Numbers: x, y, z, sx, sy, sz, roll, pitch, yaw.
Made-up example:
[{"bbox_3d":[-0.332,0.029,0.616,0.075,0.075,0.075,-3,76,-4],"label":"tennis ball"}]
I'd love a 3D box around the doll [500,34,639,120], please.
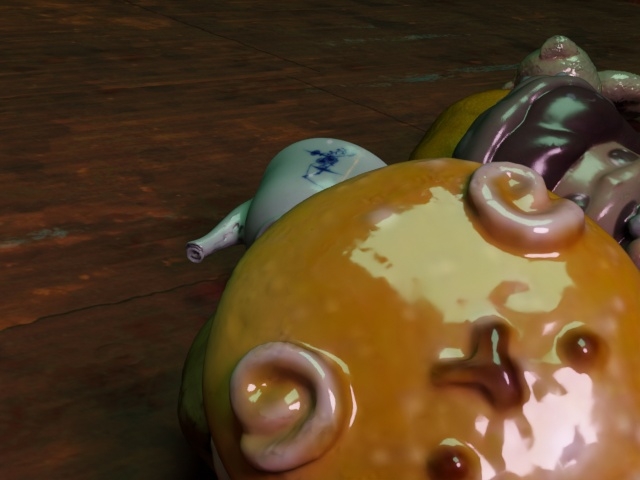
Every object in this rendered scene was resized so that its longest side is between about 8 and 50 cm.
[{"bbox_3d":[0.432,-0.219,1.868,0.278,0.175,0.149,6,57,-27],"label":"doll"}]

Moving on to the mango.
[{"bbox_3d":[0.207,-0.098,1.409,0.187,0.144,0.359,16,25,30],"label":"mango"}]

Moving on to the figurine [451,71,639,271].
[{"bbox_3d":[0.273,-0.015,1.124,0.380,0.203,0.248,33,70,33],"label":"figurine"}]

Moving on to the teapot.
[{"bbox_3d":[0.000,0.000,1.090,0.231,0.159,0.159,5,19,21],"label":"teapot"}]

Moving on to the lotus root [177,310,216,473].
[{"bbox_3d":[-0.032,0.096,0.858,0.125,0.118,0.221,39,21,-6],"label":"lotus root"}]

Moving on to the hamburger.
[{"bbox_3d":[0.076,0.102,0.658,0.260,0.186,0.303,-26,71,-12],"label":"hamburger"}]
